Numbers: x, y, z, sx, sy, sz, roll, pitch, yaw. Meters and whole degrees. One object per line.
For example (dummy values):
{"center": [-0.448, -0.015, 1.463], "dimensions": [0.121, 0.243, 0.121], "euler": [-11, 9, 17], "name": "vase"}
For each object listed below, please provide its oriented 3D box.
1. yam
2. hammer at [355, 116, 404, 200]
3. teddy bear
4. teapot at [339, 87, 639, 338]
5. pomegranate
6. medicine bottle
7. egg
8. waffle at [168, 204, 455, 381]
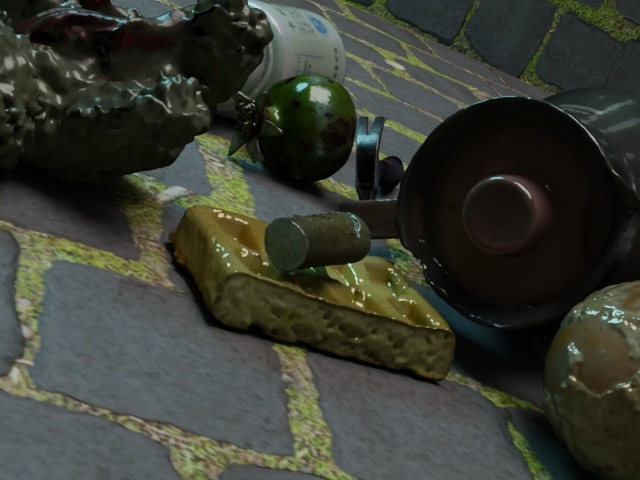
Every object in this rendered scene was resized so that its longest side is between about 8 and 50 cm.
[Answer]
{"center": [0.000, 0.000, 1.176], "dimensions": [0.054, 0.054, 0.132], "euler": [35, 19, 25], "name": "yam"}
{"center": [0.082, -0.098, 1.694], "dimensions": [0.037, 0.137, 0.290], "euler": [1, 5, 10], "name": "hammer"}
{"center": [-0.278, -0.168, 1.209], "dimensions": [0.357, 0.225, 0.367], "euler": [19, 15, 24], "name": "teddy bear"}
{"center": [0.230, -0.030, 1.396], "dimensions": [0.375, 0.306, 0.361], "euler": [-2, -2, 29], "name": "teapot"}
{"center": [-0.029, -0.145, 1.605], "dimensions": [0.148, 0.149, 0.169], "euler": [35, 31, 25], "name": "pomegranate"}
{"center": [-0.096, -0.255, 1.767], "dimensions": [0.170, 0.170, 0.293], "euler": [34, 20, 22], "name": "medicine bottle"}
{"center": [0.318, 0.138, 1.188], "dimensions": [0.203, 0.203, 0.245], "euler": [39, 15, 35], "name": "egg"}
{"center": [-0.006, 0.047, 1.217], "dimensions": [0.274, 0.057, 0.168], "euler": [17, 19, -26], "name": "waffle"}
